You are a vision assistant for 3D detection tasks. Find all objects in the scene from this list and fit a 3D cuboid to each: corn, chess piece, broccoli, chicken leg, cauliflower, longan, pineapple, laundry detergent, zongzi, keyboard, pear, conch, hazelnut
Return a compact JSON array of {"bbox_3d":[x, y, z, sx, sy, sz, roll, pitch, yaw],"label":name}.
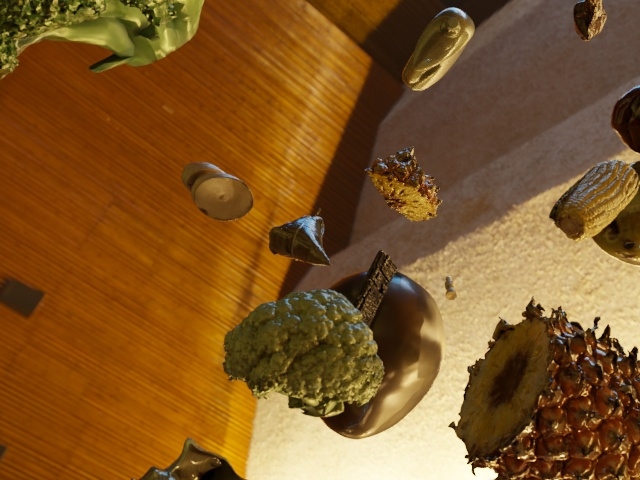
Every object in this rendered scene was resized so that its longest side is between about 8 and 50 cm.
[{"bbox_3d":[0.366,-0.055,0.985,0.072,0.072,0.203,-33,179,44],"label":"corn"},{"bbox_3d":[-0.287,-0.147,1.929,0.139,0.124,0.307,-23,-155,-13],"label":"chess piece"},{"bbox_3d":[-0.292,-0.354,0.882,0.414,0.321,0.310,-31,168,7],"label":"broccoli"},{"bbox_3d":[0.455,-0.428,1.221,0.304,0.093,0.113,63,41,-66],"label":"chicken leg"},{"bbox_3d":[0.396,0.141,2.263,0.035,0.035,0.092,-44,-157,26],"label":"chess piece"},{"bbox_3d":[-0.032,0.223,1.323,0.273,0.250,0.275,-16,-152,-1],"label":"cauliflower"},{"bbox_3d":[0.117,0.257,1.734,0.404,0.336,0.404,-160,-90,-88],"label":"longan"},{"bbox_3d":[0.253,-0.161,1.924,0.140,0.249,0.164,7,-123,43],"label":"pineapple"},{"bbox_3d":[0.431,0.297,1.301,0.352,0.300,0.352,-158,-90,-78],"label":"pineapple"},{"bbox_3d":[0.269,-0.440,1.679,0.181,0.091,0.253,-44,178,-6],"label":"laundry detergent"},{"bbox_3d":[0.000,0.000,1.700,0.189,0.178,0.081,-27,130,-49],"label":"zongzi"},{"bbox_3d":[0.096,0.127,1.508,0.023,0.072,0.231,1,-129,44],"label":"keyboard"},{"bbox_3d":[0.823,-0.067,1.879,0.283,0.284,0.283,-45,-158,23],"label":"pear"},{"bbox_3d":[-0.210,0.376,1.135,0.114,0.234,0.137,-27,-103,58],"label":"conch"},{"bbox_3d":[0.849,-0.300,1.874,0.178,0.178,0.204,-54,-139,-1],"label":"hazelnut"}]
